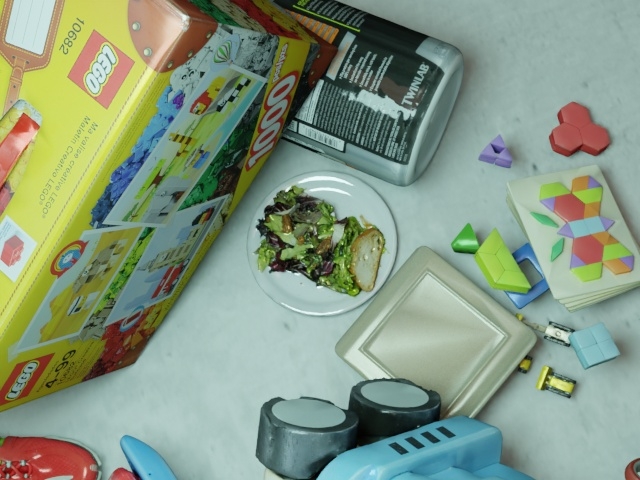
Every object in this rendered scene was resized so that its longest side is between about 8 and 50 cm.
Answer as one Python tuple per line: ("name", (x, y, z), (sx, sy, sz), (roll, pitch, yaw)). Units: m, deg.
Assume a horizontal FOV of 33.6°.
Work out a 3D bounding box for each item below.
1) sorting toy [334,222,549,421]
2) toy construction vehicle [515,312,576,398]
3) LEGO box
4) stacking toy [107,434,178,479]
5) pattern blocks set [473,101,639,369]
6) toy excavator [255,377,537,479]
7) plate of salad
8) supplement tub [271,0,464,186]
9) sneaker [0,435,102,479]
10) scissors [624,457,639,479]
("sorting toy", (0.143, 0.133, 1.337), (0.196, 0.047, 0.347), (39, 86, 19))
("toy construction vehicle", (0.280, 0.143, 1.331), (0.098, 0.035, 0.086), (18, 88, 17))
("LEGO box", (-0.248, -0.072, 1.178), (0.193, 0.372, 0.500), (39, 109, 14))
("stacking toy", (-0.283, 0.382, 1.205), (0.302, 0.166, 0.175), (-29, 43, -19))
("pattern blocks set", (0.323, -0.011, 1.323), (0.285, 0.026, 0.325), (-26, 71, -22))
("toy excavator", (0.198, 0.317, 1.124), (0.445, 0.433, 0.222), (18, 106, 41))
("plate of salad", (0.000, 0.000, 1.391), (0.200, 0.048, 0.200), (-2, 75, 6))
("supplement tub", (0.009, -0.211, 1.374), (0.316, 0.193, 0.193), (24, 78, 12))
("sneaker", (-0.415, 0.286, 1.318), (0.279, 0.118, 0.107), (4, 76, 7))
("scissors", (0.425, 0.231, 1.182), (0.109, 0.297, 0.021), (24, 118, 25))
